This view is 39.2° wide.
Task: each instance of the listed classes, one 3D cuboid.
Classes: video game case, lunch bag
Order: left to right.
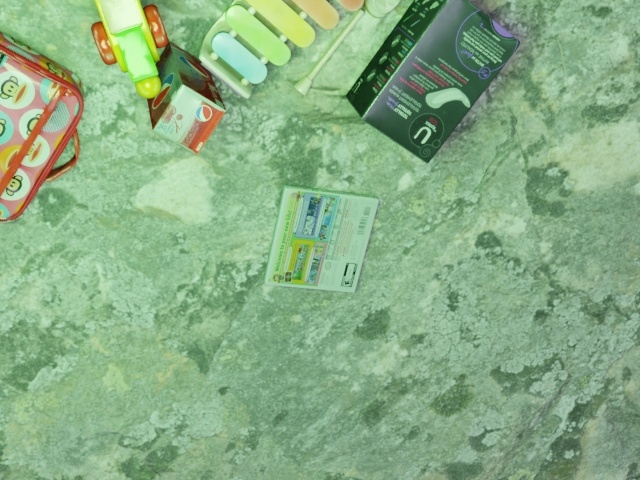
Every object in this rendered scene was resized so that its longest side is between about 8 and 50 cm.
[{"bbox_3d":[-0.535,-0.183,1.517,0.258,0.120,0.293,27,108,-28],"label":"lunch bag"},{"bbox_3d":[0.000,0.000,1.786,0.193,0.023,0.213,6,115,-17],"label":"video game case"}]

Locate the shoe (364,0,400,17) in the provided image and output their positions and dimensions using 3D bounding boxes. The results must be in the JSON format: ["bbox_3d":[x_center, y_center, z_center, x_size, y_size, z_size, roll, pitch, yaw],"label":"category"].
[{"bbox_3d":[0.136,-0.489,1.558,0.076,0.058,0.219,16,111,-20],"label":"shoe"}]

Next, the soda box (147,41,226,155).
[{"bbox_3d":[-0.227,-0.237,1.475,0.083,0.263,0.092,29,106,-25],"label":"soda box"}]

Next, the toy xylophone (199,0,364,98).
[{"bbox_3d":[-0.050,-0.385,1.551,0.236,0.081,0.323,29,106,-25],"label":"toy xylophone"}]

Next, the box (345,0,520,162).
[{"bbox_3d":[0.196,-0.306,1.614,0.165,0.143,0.270,31,105,-23],"label":"box"}]

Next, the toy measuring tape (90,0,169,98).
[{"bbox_3d":[-0.317,-0.380,1.393,0.121,0.121,0.330,-19,106,-4],"label":"toy measuring tape"}]
